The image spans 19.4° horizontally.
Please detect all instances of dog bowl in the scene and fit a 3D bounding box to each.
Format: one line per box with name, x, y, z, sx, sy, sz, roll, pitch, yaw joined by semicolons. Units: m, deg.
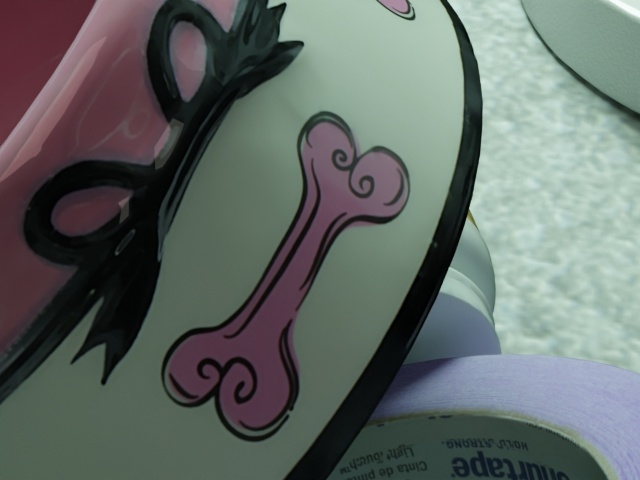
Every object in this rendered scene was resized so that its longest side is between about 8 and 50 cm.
dog bowl;-0.140;-0.003;0.753;0.408;0.150;0.408;-32;33;24

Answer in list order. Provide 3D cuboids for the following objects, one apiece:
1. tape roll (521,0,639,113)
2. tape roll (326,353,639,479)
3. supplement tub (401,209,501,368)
tape roll;0.312;-0.194;1.136;0.392;0.072;0.392;-2;43;1
tape roll;0.031;0.149;0.703;0.275;0.090;0.275;-15;23;7
supplement tub;0.000;0.000;0.896;0.144;0.144;0.200;-11;43;-8
